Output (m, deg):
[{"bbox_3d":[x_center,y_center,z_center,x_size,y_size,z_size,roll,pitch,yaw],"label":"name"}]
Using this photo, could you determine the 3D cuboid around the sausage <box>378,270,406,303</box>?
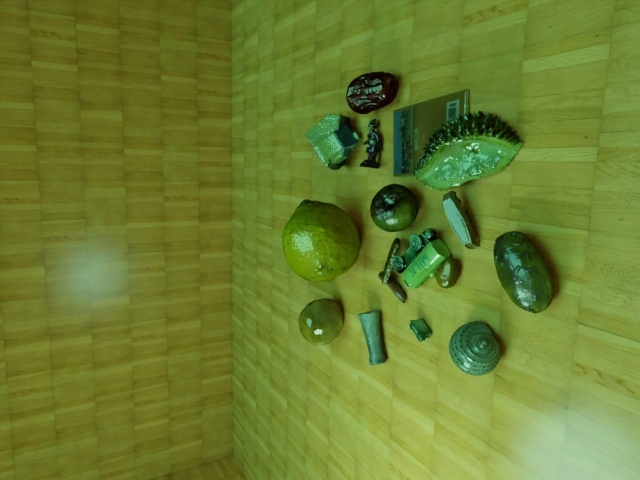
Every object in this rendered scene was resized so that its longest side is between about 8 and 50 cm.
[{"bbox_3d":[0.292,0.185,1.942,0.177,0.040,0.047,50,134,44],"label":"sausage"}]

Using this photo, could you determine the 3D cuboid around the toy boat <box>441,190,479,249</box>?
[{"bbox_3d":[0.464,-0.066,1.580,0.064,0.072,0.206,-29,81,43],"label":"toy boat"}]

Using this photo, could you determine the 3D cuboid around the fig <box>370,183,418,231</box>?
[{"bbox_3d":[0.278,-0.113,1.814,0.191,0.181,0.181,86,166,-63],"label":"fig"}]

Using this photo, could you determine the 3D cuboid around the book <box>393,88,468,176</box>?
[{"bbox_3d":[0.387,-0.373,1.723,0.374,0.028,0.263,6,99,60],"label":"book"}]

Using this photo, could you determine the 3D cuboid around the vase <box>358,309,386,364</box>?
[{"bbox_3d":[0.226,0.414,2.037,0.096,0.096,0.219,-20,79,59],"label":"vase"}]

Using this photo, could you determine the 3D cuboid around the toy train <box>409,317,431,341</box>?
[{"bbox_3d":[0.375,0.334,1.796,0.038,0.056,0.093,93,154,-47],"label":"toy train"}]

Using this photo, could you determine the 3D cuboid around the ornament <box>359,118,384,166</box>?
[{"bbox_3d":[0.216,-0.400,1.988,0.081,0.088,0.203,118,157,-79],"label":"ornament"}]

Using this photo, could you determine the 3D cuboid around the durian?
[{"bbox_3d":[0.450,-0.288,1.542,0.198,0.163,0.394,45,139,-15],"label":"durian"}]

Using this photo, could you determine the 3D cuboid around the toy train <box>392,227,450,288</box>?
[{"bbox_3d":[0.369,0.071,1.751,0.157,0.105,0.253,55,140,21],"label":"toy train"}]

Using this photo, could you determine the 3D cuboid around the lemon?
[{"bbox_3d":[0.000,0.000,2.124,0.350,0.349,0.387,-7,98,60],"label":"lemon"}]

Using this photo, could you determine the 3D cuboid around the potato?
[{"bbox_3d":[0.575,0.091,1.361,0.149,0.113,0.251,-37,61,57],"label":"potato"}]

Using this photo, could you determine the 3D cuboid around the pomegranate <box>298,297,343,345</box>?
[{"bbox_3d":[-0.001,0.391,2.310,0.233,0.233,0.233,11,103,59],"label":"pomegranate"}]

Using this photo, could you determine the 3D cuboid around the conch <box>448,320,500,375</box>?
[{"bbox_3d":[0.479,0.357,1.541,0.200,0.131,0.172,-58,46,45],"label":"conch"}]

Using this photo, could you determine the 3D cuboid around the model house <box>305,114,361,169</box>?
[{"bbox_3d":[0.083,-0.451,2.146,0.189,0.195,0.214,-39,72,27],"label":"model house"}]

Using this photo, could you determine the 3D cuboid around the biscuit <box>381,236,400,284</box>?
[{"bbox_3d":[0.285,0.069,1.902,0.126,0.025,0.206,-71,-4,-56],"label":"biscuit"}]

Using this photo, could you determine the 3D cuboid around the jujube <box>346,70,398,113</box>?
[{"bbox_3d":[0.206,-0.589,1.904,0.230,0.155,0.155,7,100,50],"label":"jujube"}]

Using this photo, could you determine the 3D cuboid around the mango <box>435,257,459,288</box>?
[{"bbox_3d":[0.440,0.112,1.652,0.080,0.060,0.114,35,120,50],"label":"mango"}]
